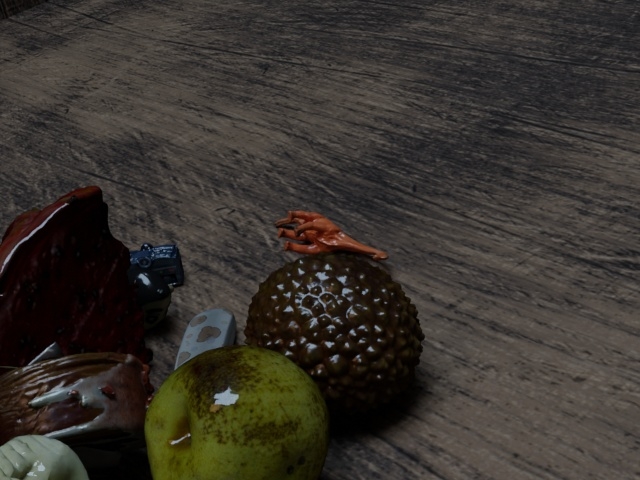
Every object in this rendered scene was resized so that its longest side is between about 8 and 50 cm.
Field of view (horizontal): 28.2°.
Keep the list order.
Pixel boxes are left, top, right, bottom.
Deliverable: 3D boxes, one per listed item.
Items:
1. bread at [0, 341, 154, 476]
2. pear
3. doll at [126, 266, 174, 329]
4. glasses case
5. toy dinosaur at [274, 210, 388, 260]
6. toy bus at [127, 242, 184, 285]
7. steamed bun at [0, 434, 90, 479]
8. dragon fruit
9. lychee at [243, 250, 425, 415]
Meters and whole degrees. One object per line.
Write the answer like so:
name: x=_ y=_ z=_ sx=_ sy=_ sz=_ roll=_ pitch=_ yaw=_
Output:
bread: x=-0.293 y=0.193 z=1.424 sx=0.212 sy=0.142 sz=0.224 roll=-26 pitch=-22 yaw=26
pear: x=-0.079 y=0.207 z=1.336 sx=0.197 sy=0.197 sz=0.197 roll=-12 pitch=28 yaw=6
doll: x=-0.263 y=0.086 z=1.768 sx=0.102 sy=0.089 sz=0.179 roll=-38 pitch=12 yaw=-38
glasses case: x=-0.147 y=0.139 z=1.643 sx=0.063 sy=0.041 sz=0.164 roll=-9 pitch=28 yaw=11
toy dinosaur: x=0.001 y=-0.006 z=1.824 sx=0.101 sy=0.055 sz=0.279 roll=-2 pitch=18 yaw=-25
toy bus: x=-0.284 y=0.048 z=1.858 sx=0.166 sy=0.065 sz=0.047 roll=-11 pitch=28 yaw=3
steamed bun: x=-0.327 y=0.336 z=1.175 sx=0.394 sy=0.237 sz=0.346 roll=16 pitch=12 yaw=6
dragon fruit: x=-0.413 y=0.093 z=1.588 sx=0.228 sy=0.286 sz=0.329 roll=16 pitch=38 yaw=38
lychee: x=0.012 y=0.102 z=1.480 sx=0.200 sy=0.200 sz=0.238 roll=-23 pitch=41 yaw=-14
